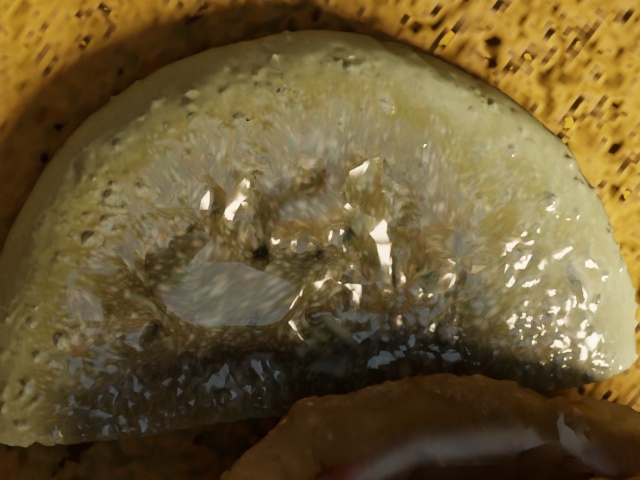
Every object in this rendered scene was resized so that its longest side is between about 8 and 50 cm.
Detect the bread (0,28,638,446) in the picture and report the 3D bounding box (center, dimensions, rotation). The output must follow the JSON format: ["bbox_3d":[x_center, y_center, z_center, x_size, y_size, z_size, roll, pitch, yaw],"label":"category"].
[{"bbox_3d":[-0.004,-0.003,0.557,0.193,0.036,0.112,-6,104,-6],"label":"bread"}]

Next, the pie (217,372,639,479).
[{"bbox_3d":[0.046,0.127,0.568,0.205,0.084,0.179,-3,120,-10],"label":"pie"}]
